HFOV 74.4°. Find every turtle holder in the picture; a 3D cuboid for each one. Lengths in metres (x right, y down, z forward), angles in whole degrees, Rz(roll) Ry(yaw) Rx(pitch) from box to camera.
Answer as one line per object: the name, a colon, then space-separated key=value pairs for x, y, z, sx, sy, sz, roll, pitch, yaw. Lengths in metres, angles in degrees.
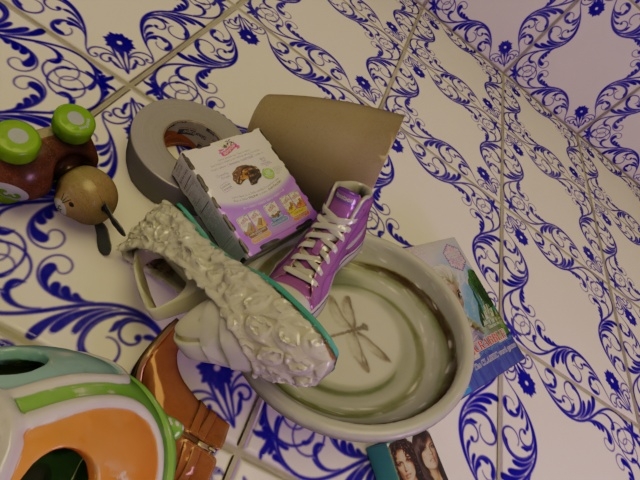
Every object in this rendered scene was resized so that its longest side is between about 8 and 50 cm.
turtle holder: x=-0.299 y=0.190 z=0.375 sx=0.320 sy=0.228 sz=0.243 roll=31 pitch=63 yaw=18

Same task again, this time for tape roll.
tape roll: x=-0.241 y=-0.156 z=0.783 sx=0.219 sy=0.072 sz=0.220 roll=18 pitch=51 yaw=-23

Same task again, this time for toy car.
toy car: x=-0.356 y=-0.064 z=0.602 sx=0.189 sy=0.155 sz=0.149 roll=55 pitch=46 yaw=-7

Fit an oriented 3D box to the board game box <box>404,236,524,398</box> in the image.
board game box: x=0.253 y=0.161 z=0.904 sx=0.318 sy=0.066 sz=0.318 roll=-11 pitch=67 yaw=-38

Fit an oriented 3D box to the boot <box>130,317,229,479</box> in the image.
boot: x=-0.188 y=0.218 z=0.570 sx=0.152 sy=0.073 sz=0.197 roll=30 pitch=55 yaw=-16

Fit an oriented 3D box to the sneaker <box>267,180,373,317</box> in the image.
sneaker: x=-0.001 y=-0.001 z=0.658 sx=0.102 sy=0.161 sz=0.282 roll=26 pitch=44 yaw=12

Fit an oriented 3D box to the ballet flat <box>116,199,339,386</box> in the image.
ballet flat: x=-0.152 y=0.082 z=0.563 sx=0.146 sy=0.147 sz=0.408 roll=-15 pitch=36 yaw=-40

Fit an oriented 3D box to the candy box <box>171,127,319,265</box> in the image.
candy box: x=-0.123 y=-0.075 z=0.712 sx=0.164 sy=0.070 sz=0.196 roll=-31 pitch=85 yaw=-39

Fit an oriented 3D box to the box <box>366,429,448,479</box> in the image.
box: x=0.167 y=0.434 z=0.663 sx=0.100 sy=0.060 sz=0.245 roll=-4 pitch=63 yaw=-36

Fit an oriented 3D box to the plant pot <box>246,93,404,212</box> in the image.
plant pot: x=-0.005 y=-0.188 z=0.872 sx=0.273 sy=0.257 sz=0.257 roll=25 pitch=47 yaw=3

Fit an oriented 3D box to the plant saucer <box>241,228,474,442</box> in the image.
plant saucer: x=0.044 y=0.145 z=0.702 sx=0.399 sy=0.101 sz=0.401 roll=8 pitch=42 yaw=-7
